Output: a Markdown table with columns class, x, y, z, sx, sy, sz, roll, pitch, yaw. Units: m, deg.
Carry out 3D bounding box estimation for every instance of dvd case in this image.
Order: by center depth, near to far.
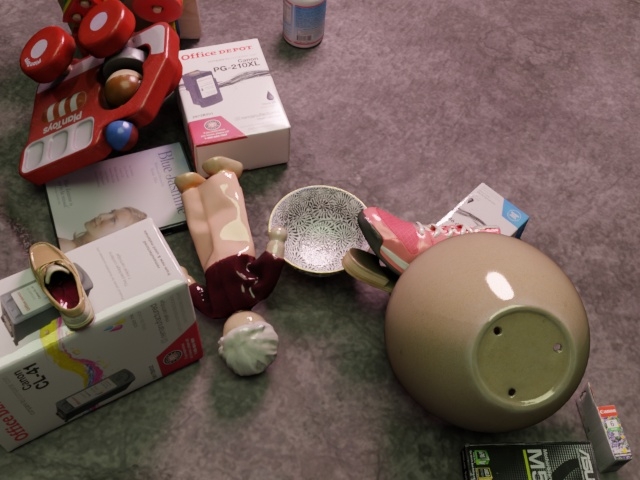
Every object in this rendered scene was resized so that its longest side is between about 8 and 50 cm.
| class | x | y | z | sx | sy | sz | roll | pitch | yaw |
| --- | --- | --- | --- | --- | --- | --- | --- | --- | --- |
| dvd case | -0.333 | -0.071 | 1.251 | 0.253 | 0.022 | 0.180 | -16 | 59 | -15 |

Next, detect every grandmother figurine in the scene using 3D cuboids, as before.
| class | x | y | z | sx | sy | sz | roll | pitch | yaw |
| --- | --- | --- | --- | --- | --- | --- | --- | --- | --- |
| grandmother figurine | -0.134 | 0.040 | 1.129 | 0.208 | 0.104 | 0.342 | -28 | 64 | 30 |

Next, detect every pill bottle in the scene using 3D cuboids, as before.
| class | x | y | z | sx | sy | sz | roll | pitch | yaw |
| --- | --- | --- | --- | --- | --- | --- | --- | --- | --- |
| pill bottle | -0.031 | -0.472 | 1.457 | 0.087 | 0.160 | 0.087 | 2 | 56 | -3 |

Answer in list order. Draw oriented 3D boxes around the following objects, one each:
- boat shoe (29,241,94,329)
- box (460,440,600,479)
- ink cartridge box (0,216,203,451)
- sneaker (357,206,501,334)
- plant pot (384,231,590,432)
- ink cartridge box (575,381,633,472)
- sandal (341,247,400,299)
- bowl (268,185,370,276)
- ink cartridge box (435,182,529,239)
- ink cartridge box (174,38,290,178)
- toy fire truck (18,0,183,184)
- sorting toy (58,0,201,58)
| class | x | y | z | sx | sy | sz | roll | pitch | yaw |
| --- | --- | --- | --- | --- | --- | --- | --- | --- | --- |
| boat shoe | -0.317 | 0.046 | 0.889 | 0.050 | 0.045 | 0.135 | -32 | 63 | -22 |
| box | 0.293 | 0.370 | 0.987 | 0.184 | 0.045 | 0.191 | 0 | 57 | -1 |
| ink cartridge box | -0.329 | 0.131 | 0.995 | 0.306 | 0.226 | 0.131 | -27 | 61 | -19 |
| sneaker | 0.204 | 0.015 | 1.113 | 0.314 | 0.136 | 0.116 | 31 | 15 | -10 |
| plant pot | 0.239 | 0.134 | 0.973 | 0.284 | 0.191 | 0.284 | 0 | 93 | -4 |
| ink cartridge box | 0.406 | 0.268 | 1.051 | 0.029 | 0.063 | 0.115 | -4 | 57 | -6 |
| sandal | 0.122 | 0.094 | 1.140 | 0.240 | 0.079 | 0.088 | 26 | 25 | -22 |
| bowl | 0.000 | 0.000 | 1.192 | 0.170 | 0.080 | 0.170 | 2 | 57 | -3 |
| ink cartridge box | 0.251 | -0.003 | 1.223 | 0.104 | 0.060 | 0.180 | 40 | 62 | 20 |
| ink cartridge box | -0.167 | -0.244 | 1.331 | 0.172 | 0.100 | 0.237 | -13 | 58 | -12 |
| toy fire truck | -0.369 | -0.237 | 1.230 | 0.302 | 0.169 | 0.254 | -16 | 60 | 21 |
| sorting toy | -0.361 | -0.430 | 1.361 | 0.257 | 0.255 | 0.089 | -1 | 72 | -4 |
